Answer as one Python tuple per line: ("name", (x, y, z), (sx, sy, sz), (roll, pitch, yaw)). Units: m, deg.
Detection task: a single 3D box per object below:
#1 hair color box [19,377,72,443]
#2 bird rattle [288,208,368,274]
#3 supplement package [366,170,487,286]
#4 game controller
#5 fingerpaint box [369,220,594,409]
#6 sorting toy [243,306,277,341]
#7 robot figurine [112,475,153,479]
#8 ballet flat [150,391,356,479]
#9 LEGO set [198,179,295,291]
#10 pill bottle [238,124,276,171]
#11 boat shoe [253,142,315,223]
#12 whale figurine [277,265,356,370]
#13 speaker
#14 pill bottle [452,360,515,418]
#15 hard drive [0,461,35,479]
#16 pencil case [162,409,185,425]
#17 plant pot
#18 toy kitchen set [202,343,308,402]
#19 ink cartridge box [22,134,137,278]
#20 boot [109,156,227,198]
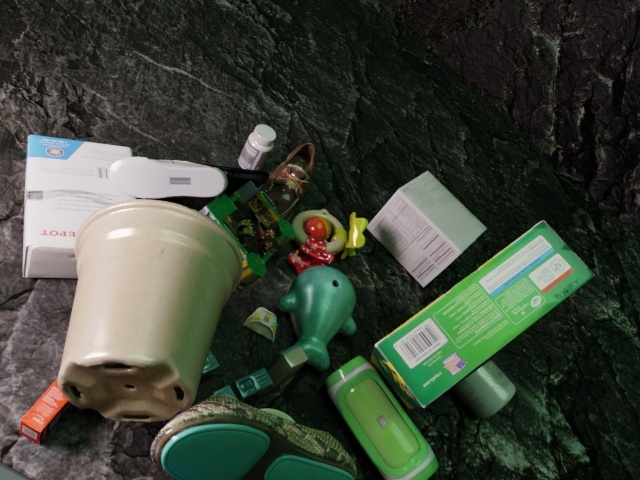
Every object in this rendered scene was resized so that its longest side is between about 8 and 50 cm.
("hair color box", (-0.480, 0.291, 0.964), (0.043, 0.072, 0.141), (33, 45, -4))
("bird rattle", (0.000, 0.000, 1.503), (0.254, 0.143, 0.207), (-24, 58, -29))
("supplement package", (0.329, -0.038, 1.650), (0.262, 0.198, 0.199), (47, 44, 10))
("game controller", (-0.302, -0.182, 1.409), (0.320, 0.167, 0.067), (2, 83, -31))
("fingerpaint box", (0.340, 0.196, 1.210), (0.445, 0.371, 0.163), (-35, 73, -9))
("sorting toy", (-0.136, 0.195, 1.288), (0.083, 0.044, 0.075), (31, 25, -7))
("robot figurine", (-0.278, 0.513, 0.899), (0.291, 0.085, 0.210), (4, 53, -30))
("ballet flat", (-0.125, 0.381, 0.998), (0.483, 0.164, 0.182), (34, 9, -38))
("LEGO set", (-0.230, 0.003, 1.316), (0.255, 0.192, 0.331), (48, 28, -16))
("pill bottle", (-0.187, -0.273, 1.563), (0.078, 0.137, 0.078), (17, 47, -20))
("boat shoe", (-0.091, -0.176, 1.554), (0.123, 0.123, 0.342), (33, 44, -4))
("whale figurine", (0.002, 0.179, 1.307), (0.217, 0.141, 0.271), (25, 46, -13))
("speaker", (0.135, 0.417, 1.207), (0.131, 0.131, 0.296), (-22, 68, -42))
("pill bottle", (0.398, 0.350, 1.421), (0.229, 0.131, 0.131), (48, 45, 11))
("hard drive", (-0.514, 0.431, 0.862), (0.135, 0.022, 0.094), (32, 44, -5))
("pencil case", (-0.295, 0.341, 1.042), (0.070, 0.064, 0.151), (-42, 80, -17))
("plant pot", (-0.324, 0.147, 0.973), (0.334, 0.333, 0.305), (18, 42, -19))
("toy kitchen set", (-0.168, 0.254, 1.153), (0.207, 0.122, 0.166), (-18, 66, -41))
("ink cartridge box", (-0.538, -0.072, 1.184), (0.223, 0.129, 0.307), (4, 53, -32))
("boot", (-0.350, -0.143, 1.236), (0.259, 0.095, 0.123), (6, 6, -11))
